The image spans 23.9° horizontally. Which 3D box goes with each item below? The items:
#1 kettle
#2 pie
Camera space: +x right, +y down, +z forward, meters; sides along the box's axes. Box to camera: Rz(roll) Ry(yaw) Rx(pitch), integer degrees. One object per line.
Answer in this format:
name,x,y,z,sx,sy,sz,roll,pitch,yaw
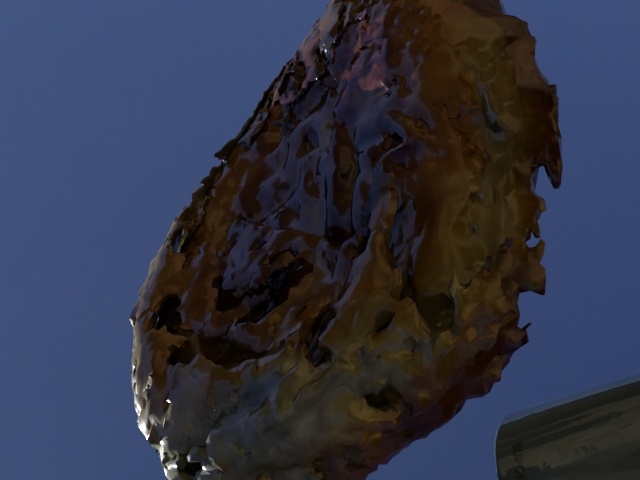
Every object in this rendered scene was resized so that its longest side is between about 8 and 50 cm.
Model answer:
kettle,0.274,0.185,1.124,0.160,0.243,0.210,41,-145,-37
pie,0.001,0.000,0.724,0.085,0.308,0.308,32,-154,-28
